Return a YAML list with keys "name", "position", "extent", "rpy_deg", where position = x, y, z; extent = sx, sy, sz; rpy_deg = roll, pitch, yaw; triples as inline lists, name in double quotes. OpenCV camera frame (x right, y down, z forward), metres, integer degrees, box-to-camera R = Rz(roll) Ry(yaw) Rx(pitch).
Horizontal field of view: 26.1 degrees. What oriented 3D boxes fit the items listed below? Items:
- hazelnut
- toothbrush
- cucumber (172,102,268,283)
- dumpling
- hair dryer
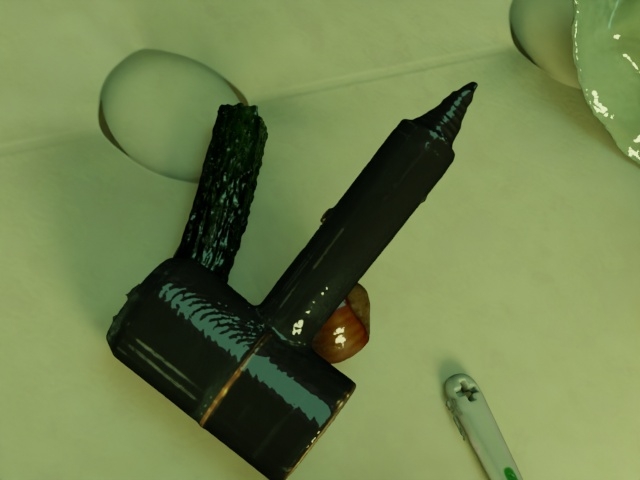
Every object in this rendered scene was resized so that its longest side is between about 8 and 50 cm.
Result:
- name: "hazelnut"
  position: [0.004, 0.066, 1.182]
  extent: [0.086, 0.086, 0.086]
  rpy_deg: [12, 55, -18]
- name: "toothbrush"
  position: [0.196, 0.295, 1.146]
  extent: [0.042, 0.040, 0.418]
  rpy_deg: [-9, 59, -28]
- name: "cucumber"
  position: [-0.086, -0.042, 1.217]
  extent: [0.058, 0.058, 0.187]
  rpy_deg: [20, 53, -12]
- name: "dumpling"
  position: [0.423, -0.223, 1.495]
  extent: [0.320, 0.270, 0.212]
  rpy_deg: [3, 31, 5]
- name: "hair dryer"
  position: [0.000, 0.000, 1.105]
  extent: [0.189, 0.107, 0.352]
  rpy_deg: [37, 87, 4]
